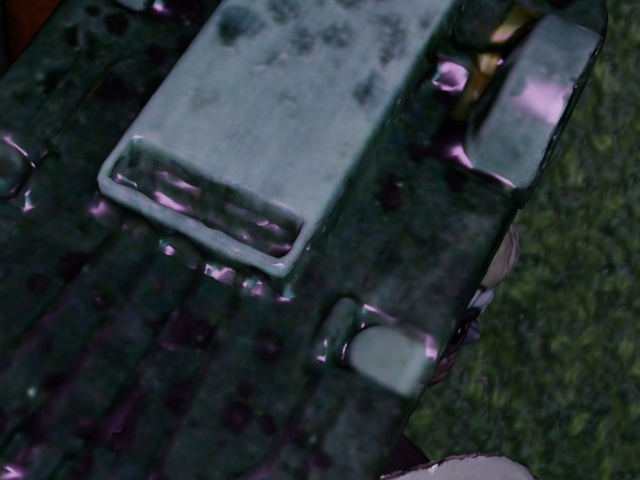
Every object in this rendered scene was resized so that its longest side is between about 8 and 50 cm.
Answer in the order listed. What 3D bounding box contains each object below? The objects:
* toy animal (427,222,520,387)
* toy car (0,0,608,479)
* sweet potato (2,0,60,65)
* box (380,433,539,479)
[{"bbox_3d":[0.000,0.000,0.526,0.137,0.098,0.098,18,97,-17],"label":"toy animal"},{"bbox_3d":[-0.037,0.022,0.403,0.136,0.125,0.306,26,60,8],"label":"toy car"},{"bbox_3d":[-0.056,0.021,0.523,0.057,0.057,0.264,-19,114,-21],"label":"sweet potato"},{"bbox_3d":[-0.018,0.207,0.504,0.221,0.166,0.290,-16,127,-17],"label":"box"}]
